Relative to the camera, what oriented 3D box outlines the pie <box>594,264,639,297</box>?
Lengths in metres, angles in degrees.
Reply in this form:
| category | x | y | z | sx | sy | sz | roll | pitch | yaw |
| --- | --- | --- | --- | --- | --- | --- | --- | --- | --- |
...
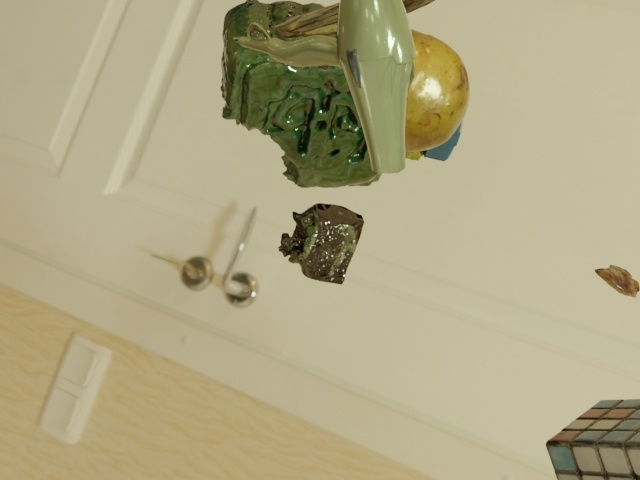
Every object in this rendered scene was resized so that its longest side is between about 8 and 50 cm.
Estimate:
| category | x | y | z | sx | sy | sz | roll | pitch | yaw |
| --- | --- | --- | --- | --- | --- | --- | --- | --- | --- |
| pie | 0.624 | 0.083 | 1.342 | 0.170 | 0.092 | 0.034 | -8 | 140 | -57 |

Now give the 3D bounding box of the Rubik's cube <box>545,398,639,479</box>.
| category | x | y | z | sx | sy | sz | roll | pitch | yaw |
| --- | --- | --- | --- | --- | --- | --- | --- | --- | --- |
| Rubik's cube | 0.248 | 0.181 | 0.494 | 0.092 | 0.092 | 0.092 | -16 | 87 | -37 |

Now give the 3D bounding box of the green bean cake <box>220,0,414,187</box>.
| category | x | y | z | sx | sy | sz | roll | pitch | yaw |
| --- | --- | --- | --- | --- | --- | --- | --- | --- | --- |
| green bean cake | -0.018 | -0.229 | 1.095 | 0.307 | 0.300 | 0.169 | 103 | -17 | -49 |

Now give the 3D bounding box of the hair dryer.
| category | x | y | z | sx | sy | sz | roll | pitch | yaw |
| --- | --- | --- | --- | --- | --- | --- | --- | --- | --- |
| hair dryer | 0.007 | -0.135 | 0.591 | 0.067 | 0.199 | 0.167 | -33 | 111 | -42 |

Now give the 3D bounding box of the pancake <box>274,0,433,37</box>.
| category | x | y | z | sx | sy | sz | roll | pitch | yaw |
| --- | --- | --- | --- | --- | --- | --- | --- | --- | --- |
| pancake | 0.062 | -0.288 | 0.790 | 0.250 | 0.250 | 0.031 | -36 | 114 | -56 |

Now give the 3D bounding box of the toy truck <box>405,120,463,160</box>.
| category | x | y | z | sx | sy | sz | roll | pitch | yaw |
| --- | --- | --- | --- | --- | --- | --- | --- | --- | --- |
| toy truck | 0.156 | -0.321 | 1.594 | 0.162 | 0.385 | 0.161 | -74 | 179 | -58 |

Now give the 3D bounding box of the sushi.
| category | x | y | z | sx | sy | sz | roll | pitch | yaw |
| --- | --- | --- | --- | --- | --- | --- | --- | --- | --- |
| sushi | 0.000 | 0.000 | 0.773 | 0.083 | 0.085 | 0.056 | -61 | -150 | 34 |

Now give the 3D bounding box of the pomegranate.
| category | x | y | z | sx | sy | sz | roll | pitch | yaw |
| --- | --- | --- | --- | --- | --- | --- | --- | --- | --- |
| pomegranate | 0.177 | -0.306 | 1.315 | 0.260 | 0.261 | 0.260 | -50 | 150 | -43 |
